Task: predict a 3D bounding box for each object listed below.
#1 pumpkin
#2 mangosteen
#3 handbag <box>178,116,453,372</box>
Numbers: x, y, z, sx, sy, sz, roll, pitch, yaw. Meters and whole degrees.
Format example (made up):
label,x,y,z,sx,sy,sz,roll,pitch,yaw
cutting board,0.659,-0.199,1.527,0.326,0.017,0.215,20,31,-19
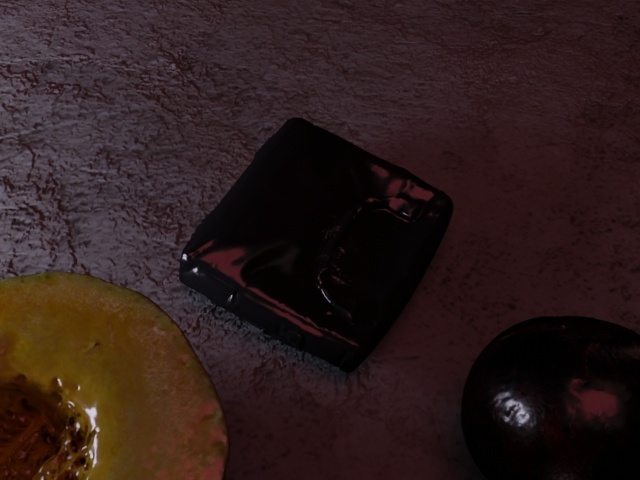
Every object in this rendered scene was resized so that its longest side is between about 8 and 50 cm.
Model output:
label,x,y,z,sx,sy,sz,roll,pitch,yaw
pumpkin,-0.230,0.216,0.696,0.333,0.199,0.332,-2,53,3
mangosteen,0.237,0.176,0.766,0.216,0.216,0.216,3,54,-4
handbag,0.000,0.000,0.932,0.244,0.088,0.275,27,52,10
